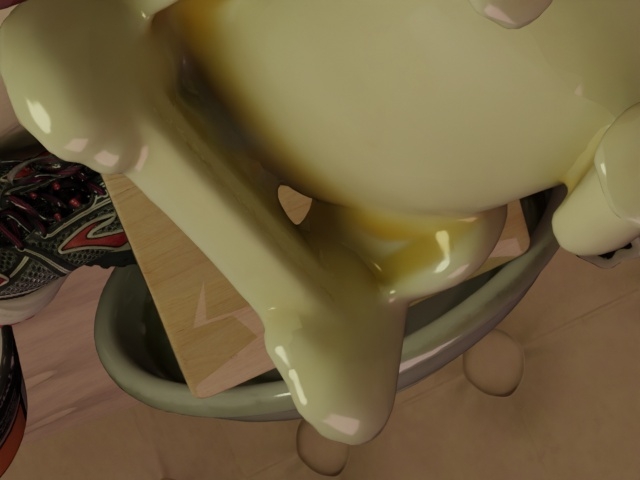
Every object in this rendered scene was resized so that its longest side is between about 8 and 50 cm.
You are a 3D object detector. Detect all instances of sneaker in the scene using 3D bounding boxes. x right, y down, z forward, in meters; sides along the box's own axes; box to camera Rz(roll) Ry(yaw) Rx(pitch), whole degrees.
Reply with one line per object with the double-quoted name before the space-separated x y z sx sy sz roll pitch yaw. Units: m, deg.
"sneaker" -0.195 -0.032 1.371 0.299 0.121 0.112 -28 164 -49

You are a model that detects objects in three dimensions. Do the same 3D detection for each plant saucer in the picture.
"plant saucer" 0.022 0.029 1.437 0.400 0.100 0.400 -18 -151 11

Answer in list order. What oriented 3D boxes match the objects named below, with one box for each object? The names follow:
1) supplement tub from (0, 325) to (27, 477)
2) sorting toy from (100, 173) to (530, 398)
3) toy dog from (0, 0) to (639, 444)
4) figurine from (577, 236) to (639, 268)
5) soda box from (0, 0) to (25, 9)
"supplement tub" -0.342 0.123 1.518 0.193 0.193 0.316 -23 167 -13
"sorting toy" -0.018 -0.063 1.231 0.257 0.255 0.089 -24 -149 -8
"toy dog" 0.119 -0.140 0.919 0.408 0.284 0.395 -30 -167 29
"figurine" 0.301 -0.097 1.465 0.215 0.092 0.209 -20 -152 34
"soda box" -0.193 -0.122 0.710 0.263 0.092 0.083 -23 174 -20
